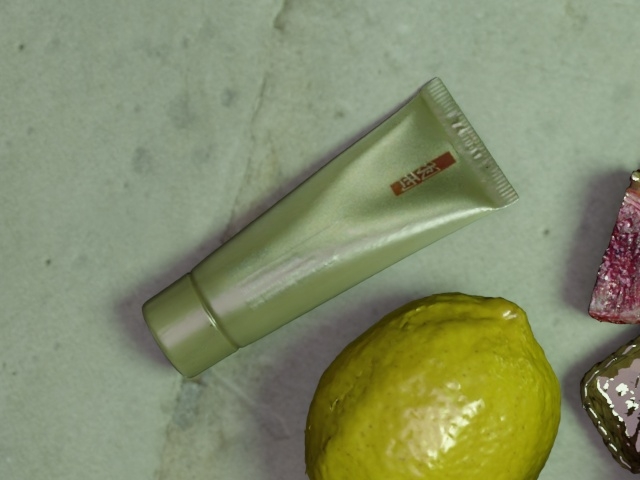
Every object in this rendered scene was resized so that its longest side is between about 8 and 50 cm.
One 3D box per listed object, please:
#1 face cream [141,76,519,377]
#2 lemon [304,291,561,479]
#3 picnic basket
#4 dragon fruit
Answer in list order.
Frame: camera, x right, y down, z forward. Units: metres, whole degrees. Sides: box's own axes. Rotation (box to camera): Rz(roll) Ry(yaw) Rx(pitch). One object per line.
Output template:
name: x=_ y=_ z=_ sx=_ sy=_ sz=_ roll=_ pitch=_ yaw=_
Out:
face cream: x=0.000 y=0.000 z=1.434 sx=0.341 sy=0.084 sz=0.137 roll=-33 pitch=74 yaw=3
lemon: x=0.093 y=0.158 z=1.348 sx=0.204 sy=0.204 sz=0.260 roll=39 pitch=100 yaw=9
picnic basket: x=0.323 y=0.115 z=1.372 sx=0.193 sy=0.055 sz=0.110 roll=-31 pitch=87 yaw=10
dragon fruit: x=0.292 y=0.015 z=1.355 sx=0.096 sy=0.102 sz=0.147 roll=20 pitch=104 yaw=23
